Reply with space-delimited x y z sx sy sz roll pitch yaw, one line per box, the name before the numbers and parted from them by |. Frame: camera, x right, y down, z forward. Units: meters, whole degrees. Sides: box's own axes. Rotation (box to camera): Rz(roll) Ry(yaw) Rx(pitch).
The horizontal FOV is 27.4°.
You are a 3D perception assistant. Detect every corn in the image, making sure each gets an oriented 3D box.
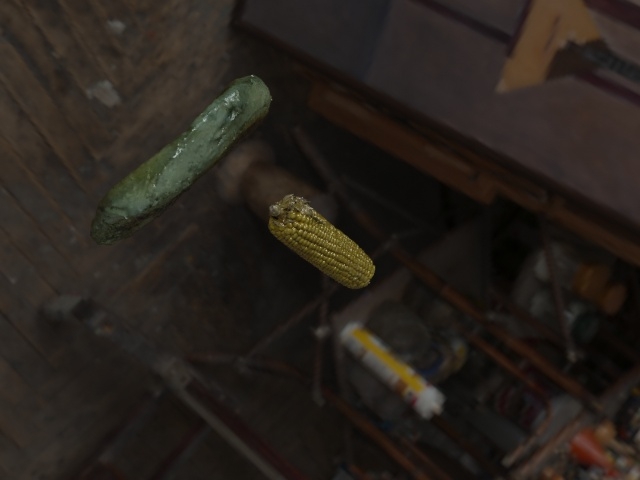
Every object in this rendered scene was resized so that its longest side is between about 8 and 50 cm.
corn | 0.000 0.000 0.741 0.028 0.027 0.083 -45 127 11

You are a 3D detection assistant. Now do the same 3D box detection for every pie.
pie | -0.111 -0.061 1.041 0.187 0.041 0.187 -43 -175 5
